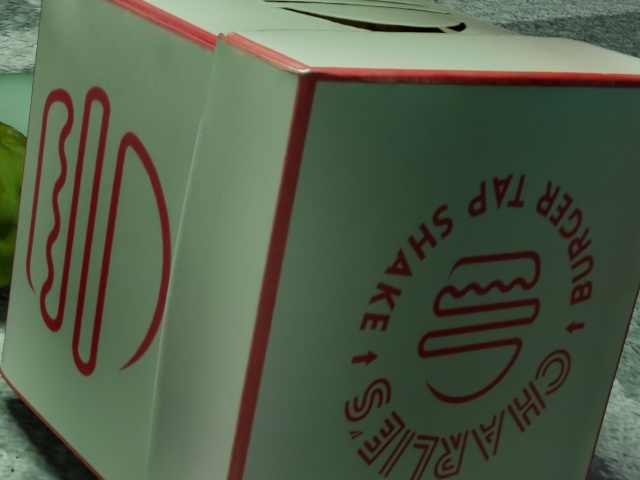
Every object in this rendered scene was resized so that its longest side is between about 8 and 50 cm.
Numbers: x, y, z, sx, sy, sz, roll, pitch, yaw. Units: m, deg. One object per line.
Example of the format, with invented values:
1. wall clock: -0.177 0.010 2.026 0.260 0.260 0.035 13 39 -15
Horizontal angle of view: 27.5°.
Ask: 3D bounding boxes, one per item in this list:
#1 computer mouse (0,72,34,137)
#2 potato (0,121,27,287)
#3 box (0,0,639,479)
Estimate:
1. computer mouse: -0.257 -0.104 1.191 0.288 0.097 0.159 14 31 -1
2. potato: -0.317 -0.048 1.011 0.253 0.148 0.186 18 31 8
3. box: 0.000 0.000 0.845 0.314 0.312 0.300 -4 24 -38
